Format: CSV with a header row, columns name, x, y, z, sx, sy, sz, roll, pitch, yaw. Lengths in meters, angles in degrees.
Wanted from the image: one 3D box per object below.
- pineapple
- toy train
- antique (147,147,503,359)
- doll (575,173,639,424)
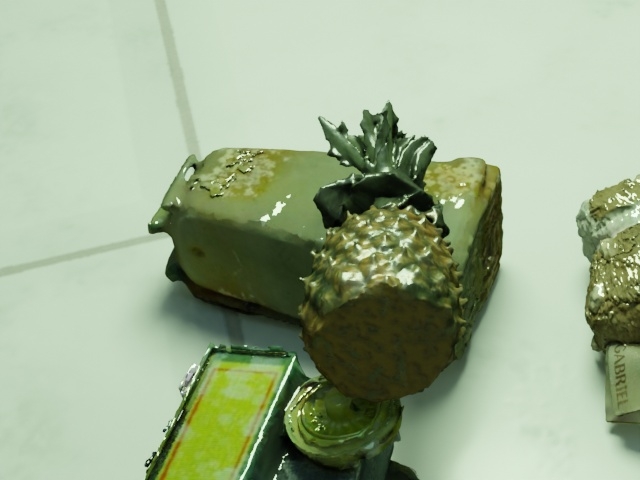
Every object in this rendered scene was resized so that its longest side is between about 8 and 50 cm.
name,x,y,z,sx,sy,sz,roll,pitch,yaw
pineapple,0.047,-0.003,0.942,0.125,0.125,0.251,-4,39,6
toy train,-0.030,0.192,0.916,0.177,0.134,0.261,1,42,23
antique,0.000,0.000,1.115,0.284,0.125,0.150,8,45,18
doll,0.254,0.039,1.044,0.115,0.105,0.221,4,43,12
